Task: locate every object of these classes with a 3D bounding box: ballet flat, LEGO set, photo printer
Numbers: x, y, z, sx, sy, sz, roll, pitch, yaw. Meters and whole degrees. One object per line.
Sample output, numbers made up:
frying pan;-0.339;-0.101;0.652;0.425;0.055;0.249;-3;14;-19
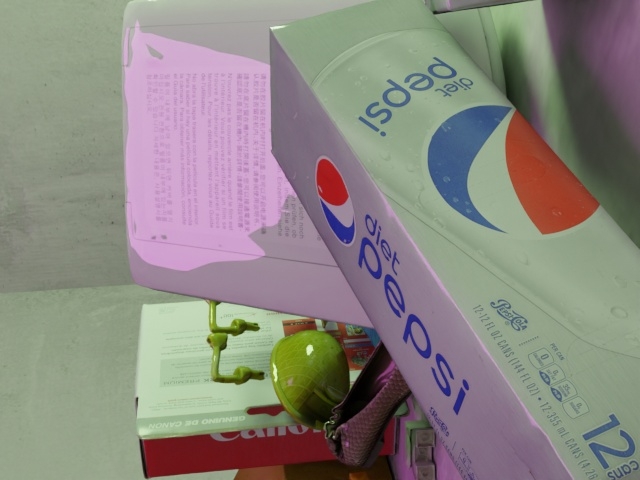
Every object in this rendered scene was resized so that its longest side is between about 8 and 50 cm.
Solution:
ballet flat;0.059;0.125;0.803;0.084;0.058;0.250;-80;9;-56
LEGO set;0.071;0.294;0.888;0.093;0.087;0.227;-131;40;-78
photo printer;-0.009;-0.067;0.635;0.107;0.307;0.256;-15;-73;-56

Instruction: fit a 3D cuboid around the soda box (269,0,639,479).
soda box;0.069;0.004;0.406;0.098;0.091;0.286;94;152;-51

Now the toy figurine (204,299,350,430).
toy figurine;0.000;0.000;0.942;0.217;0.191;0.363;-46;30;25

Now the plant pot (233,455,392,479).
plant pot;-0.002;0.355;1.106;0.212;0.212;0.187;-104;25;-58

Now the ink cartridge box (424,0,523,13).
ink cartridge box;0.081;-0.209;0.430;0.127;0.072;0.175;-81;-19;-76

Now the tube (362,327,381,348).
tube;0.066;0.083;0.998;0.207;0.052;0.080;-122;28;-65

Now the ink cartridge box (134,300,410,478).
ink cartridge box;-0.066;0.188;1.033;0.272;0.309;0.130;-106;14;-62
